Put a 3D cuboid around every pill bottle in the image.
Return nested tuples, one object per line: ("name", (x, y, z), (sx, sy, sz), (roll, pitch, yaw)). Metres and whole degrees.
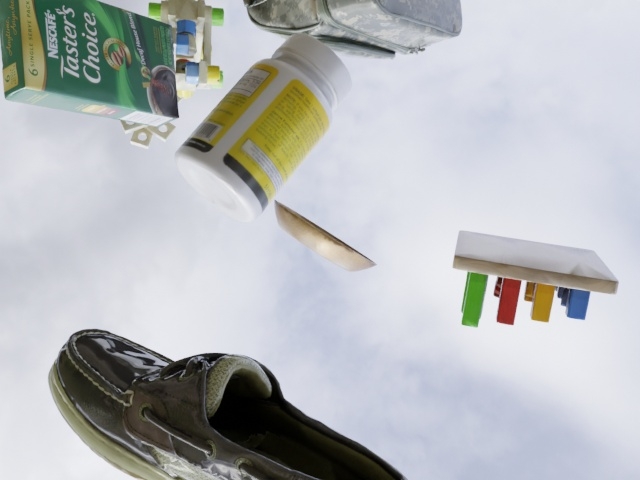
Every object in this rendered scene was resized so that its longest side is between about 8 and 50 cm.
("pill bottle", (-0.061, -0.134, 0.806), (0.119, 0.119, 0.208), (25, -111, 39))

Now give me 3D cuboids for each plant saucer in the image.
("plant saucer", (0.000, 0.000, 0.474), (0.083, 0.083, 0.015), (35, -87, 42))

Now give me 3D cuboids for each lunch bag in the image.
("lunch bag", (0.055, -0.405, 1.124), (0.256, 0.212, 0.305), (-6, -179, 38))

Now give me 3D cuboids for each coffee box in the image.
("coffee box", (-0.227, -0.183, 0.696), (0.040, 0.184, 0.113), (-11, -98, 37))

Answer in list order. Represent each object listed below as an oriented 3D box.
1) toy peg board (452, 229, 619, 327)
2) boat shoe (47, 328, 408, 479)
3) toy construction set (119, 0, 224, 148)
("toy peg board", (0.227, 0.051, 0.769), (0.161, 0.079, 0.161), (9, -167, 11))
("boat shoe", (-0.049, 0.091, 0.345), (0.224, 0.080, 0.073), (27, -75, 31))
("toy construction set", (-0.244, -0.290, 1.181), (0.328, 0.151, 0.215), (-33, -123, 57))
